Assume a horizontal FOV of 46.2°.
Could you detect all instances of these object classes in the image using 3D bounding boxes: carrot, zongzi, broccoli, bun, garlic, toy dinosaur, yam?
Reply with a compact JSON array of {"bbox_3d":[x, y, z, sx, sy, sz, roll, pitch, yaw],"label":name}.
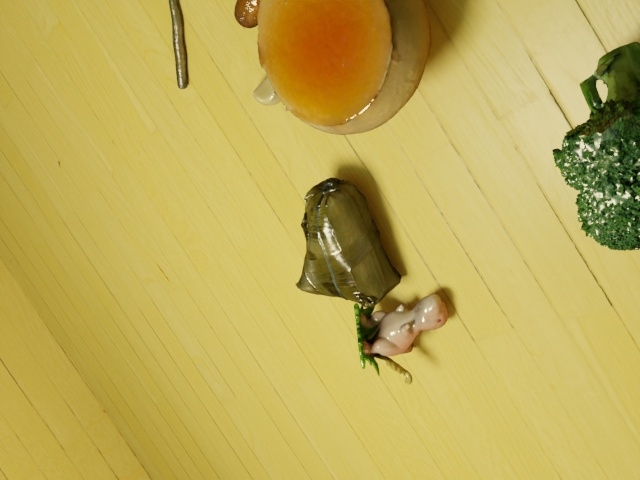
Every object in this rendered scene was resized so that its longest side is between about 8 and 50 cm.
[{"bbox_3d":[-0.098,-0.442,1.301,0.060,0.060,0.186,50,138,5],"label":"carrot"},{"bbox_3d":[0.000,0.000,1.472,0.274,0.125,0.251,2,120,50],"label":"zongzi"},{"bbox_3d":[0.415,-0.122,0.897,0.275,0.307,0.308,65,146,26],"label":"broccoli"},{"bbox_3d":[0.047,-0.313,1.168,0.298,0.164,0.299,13,111,39],"label":"bun"},{"bbox_3d":[-0.093,-0.284,1.422,0.083,0.041,0.053,-43,72,42],"label":"garlic"},{"bbox_3d":[0.157,0.164,1.461,0.177,0.152,0.194,-5,131,3],"label":"toy dinosaur"},{"bbox_3d":[-0.292,-0.419,1.526,0.027,0.029,0.234,33,137,39],"label":"yam"}]
